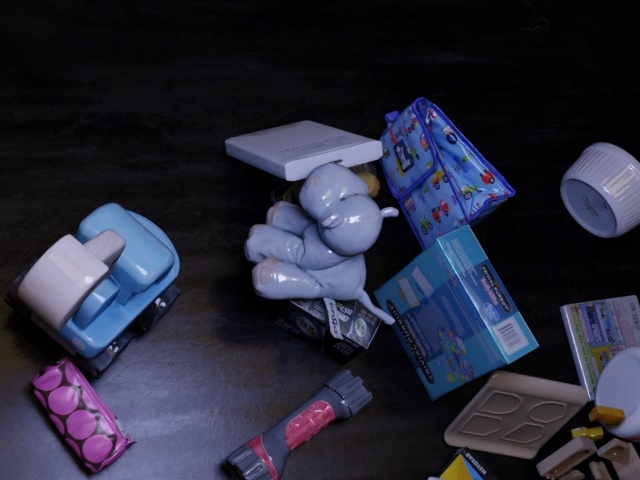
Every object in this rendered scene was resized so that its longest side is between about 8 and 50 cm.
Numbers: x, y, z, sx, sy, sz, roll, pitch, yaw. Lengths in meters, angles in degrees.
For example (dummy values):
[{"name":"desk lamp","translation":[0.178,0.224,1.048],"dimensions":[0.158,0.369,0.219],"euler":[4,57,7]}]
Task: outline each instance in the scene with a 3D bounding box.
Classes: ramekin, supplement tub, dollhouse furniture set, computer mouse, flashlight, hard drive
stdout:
[{"name":"ramekin","translation":[0.626,-0.102,2.226],"dimensions":[0.109,0.207,0.207],"euler":[-37,85,-17]},{"name":"supplement tub","translation":[0.725,0.342,2.083],"dimensions":[0.272,0.191,0.191],"euler":[20,65,-20]},{"name":"dollhouse furniture set","translation":[0.545,0.475,1.997],"dimensions":[0.151,0.144,0.123],"euler":[24,34,-37]},{"name":"computer mouse","translation":[0.006,-0.117,2.123],"dimensions":[0.242,0.041,0.071],"euler":[-13,92,-17]},{"name":"flashlight","translation":[-0.035,0.360,1.890],"dimensions":[0.304,0.103,0.103],"euler":[-32,82,-25]},{"name":"hard drive","translation":[-0.040,-0.182,1.993],"dimensions":[0.203,0.307,0.040],"euler":[-16,109,-22]}]

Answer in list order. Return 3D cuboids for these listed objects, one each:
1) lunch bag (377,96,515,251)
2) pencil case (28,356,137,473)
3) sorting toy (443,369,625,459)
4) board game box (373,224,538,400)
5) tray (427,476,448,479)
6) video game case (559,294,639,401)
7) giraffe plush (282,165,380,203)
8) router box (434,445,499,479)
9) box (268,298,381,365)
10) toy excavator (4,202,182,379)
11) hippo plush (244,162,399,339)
[{"name":"lunch bag","translation":[0.231,-0.151,2.100],"dimensions":[0.138,0.221,0.293],"euler":[-29,81,-25]},{"name":"pencil case","translation":[-0.422,0.304,1.790],"dimensions":[0.209,0.098,0.095],"euler":[51,29,3]},{"name":"sorting toy","translation":[0.423,0.348,1.987],"dimensions":[0.307,0.229,0.041],"euler":[13,43,-15]},{"name":"board game box","translation":[0.247,0.147,1.930],"dimensions":[0.079,0.336,0.253],"euler":[-24,79,-24]},{"name":"tray","translation":[0.324,0.546,1.926],"dimensions":[0.270,0.030,0.145],"euler":[15,68,-13]},{"name":"video game case","translation":[0.633,0.232,2.198],"dimensions":[0.193,0.023,0.212],"euler":[-6,73,-20]},{"name":"giraffe plush","translation":[0.030,-0.106,2.019],"dimensions":[0.210,0.170,0.181],"euler":[23,82,-14]},{"name":"router box","translation":[0.299,0.514,1.972],"dimensions":[0.179,0.046,0.133],"euler":[46,64,2]},{"name":"box","translation":[0.008,0.151,1.957],"dimensions":[0.180,0.147,0.077],"euler":[32,64,-5]},{"name":"toy excavator","translation":[-0.370,0.051,1.665],"dimensions":[0.222,0.445,0.433],"euler":[41,46,1]},{"name":"hippo plush","translation":[0.000,0.000,1.797],"dimensions":[0.234,0.236,0.294],"euler":[-14,61,-23]}]
